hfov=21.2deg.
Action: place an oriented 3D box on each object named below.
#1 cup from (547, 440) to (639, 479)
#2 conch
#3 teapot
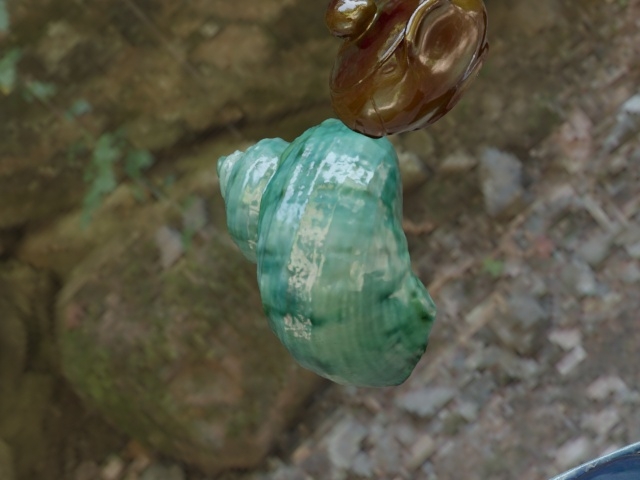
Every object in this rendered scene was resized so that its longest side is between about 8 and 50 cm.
[{"bbox_3d":[0.298,0.294,1.179,0.257,0.311,0.331,-21,-3,-6],"label":"cup"},{"bbox_3d":[-0.003,-0.002,1.317,0.202,0.134,0.196,56,129,43],"label":"conch"},{"bbox_3d":[0.039,-0.106,0.911,0.098,0.078,0.129,-56,15,-7],"label":"teapot"}]
